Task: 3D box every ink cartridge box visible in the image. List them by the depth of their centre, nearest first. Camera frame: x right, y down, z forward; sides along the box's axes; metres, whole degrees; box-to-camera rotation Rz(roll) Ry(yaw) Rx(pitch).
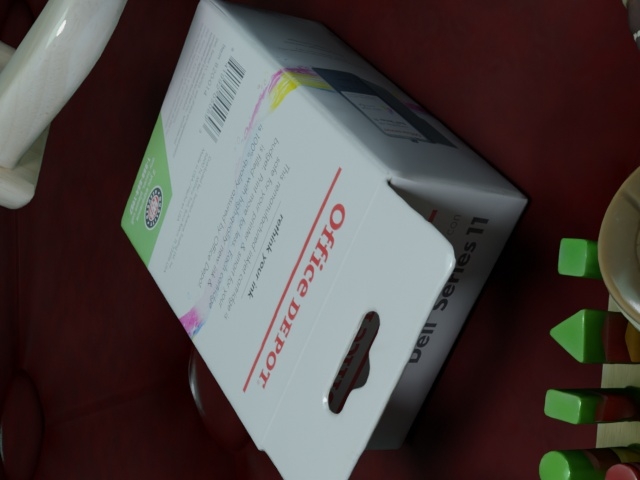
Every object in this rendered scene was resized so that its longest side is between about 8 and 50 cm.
[{"bbox_3d":[0.000,0.000,0.745,0.353,0.119,0.207,50,124,46],"label":"ink cartridge box"}]

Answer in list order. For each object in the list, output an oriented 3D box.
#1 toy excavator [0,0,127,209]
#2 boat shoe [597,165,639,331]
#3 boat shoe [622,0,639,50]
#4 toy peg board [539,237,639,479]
[{"bbox_3d":[-0.114,-0.255,0.739,0.433,0.222,0.445,-7,59,56],"label":"toy excavator"},{"bbox_3d":[0.245,0.059,0.390,0.302,0.098,0.109,27,83,27],"label":"boat shoe"},{"bbox_3d":[0.251,-0.056,0.404,0.342,0.123,0.123,17,98,48],"label":"boat shoe"},{"bbox_3d":[0.180,0.068,0.518,0.160,0.079,0.161,5,90,55],"label":"toy peg board"}]
